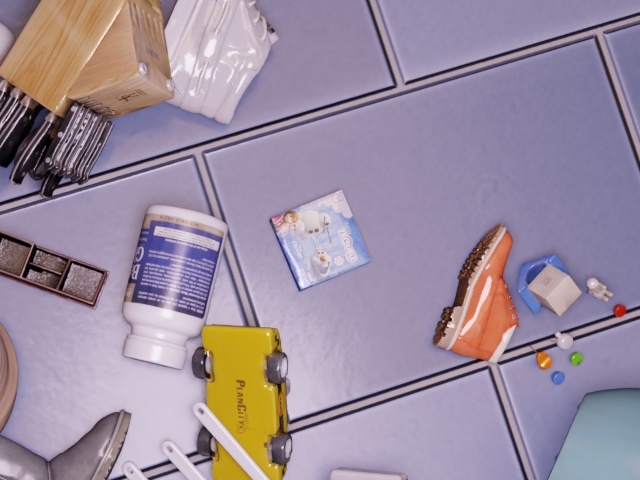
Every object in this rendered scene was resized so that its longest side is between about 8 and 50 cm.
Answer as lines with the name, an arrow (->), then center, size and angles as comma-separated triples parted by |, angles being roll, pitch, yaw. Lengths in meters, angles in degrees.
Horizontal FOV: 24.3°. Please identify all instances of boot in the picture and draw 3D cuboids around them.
boot -> 0.196, 0.062, 1.698 | 0.085, 0.059, 0.158 | 23, 90, -7
boot -> -0.331, 0.226, 1.605 | 0.208, 0.076, 0.189 | 29, 81, -1
boot -> -0.100, -0.261, 1.690 | 0.123, 0.095, 0.258 | 24, 90, -9

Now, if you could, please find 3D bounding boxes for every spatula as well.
spatula -> -0.093, 0.298, 1.619 | 0.168, 0.019, 0.242 | -42, 87, 25

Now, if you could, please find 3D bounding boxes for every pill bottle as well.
pill bottle -> -0.165, 0.052, 1.634 | 0.094, 0.094, 0.169 | 14, 82, -5

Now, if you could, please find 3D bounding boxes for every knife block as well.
knife block -> -0.290, -0.193, 1.629 | 0.242, 0.088, 0.275 | -15, 74, 17

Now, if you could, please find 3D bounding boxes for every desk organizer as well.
desk organizer -> -0.302, 0.032, 1.642 | 0.130, 0.050, 0.047 | 20, 82, -4

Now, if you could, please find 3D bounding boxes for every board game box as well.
board game box -> 0.000, 0.000, 1.697 | 0.090, 0.020, 0.090 | -23, 86, -10

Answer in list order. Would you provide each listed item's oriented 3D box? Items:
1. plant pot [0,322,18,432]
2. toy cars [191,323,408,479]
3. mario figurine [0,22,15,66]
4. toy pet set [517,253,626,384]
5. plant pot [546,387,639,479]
plant pot -> -0.427, 0.116, 1.534 | 0.237, 0.109, 0.237 | 11, 48, -12
toy cars -> -0.006, 0.248, 1.631 | 0.176, 0.087, 0.393 | -41, 91, 25
mario figurine -> -0.462, -0.183, 1.636 | 0.198, 0.170, 0.320 | -7, 70, 28
toy pet set -> 0.270, 0.080, 1.712 | 0.122, 0.065, 0.114 | -45, 125, -7
plant pot -> 0.353, 0.290, 1.582 | 0.235, 0.293, 0.293 | 24, 81, 12
